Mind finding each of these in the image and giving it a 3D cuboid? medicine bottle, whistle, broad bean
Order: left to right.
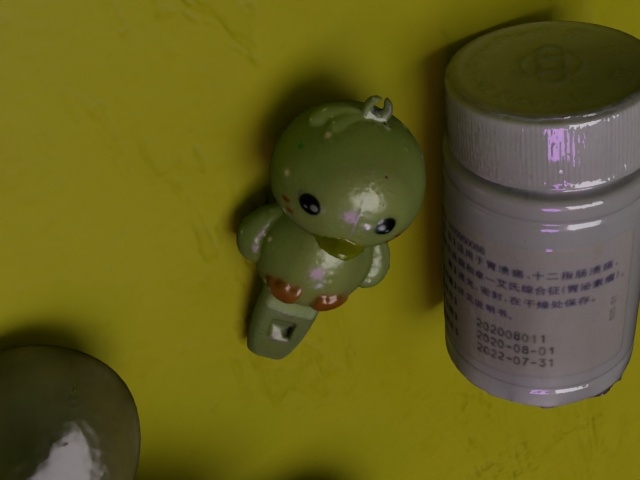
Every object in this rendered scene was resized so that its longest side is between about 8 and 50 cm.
[{"bbox_3d":[-0.264,0.202,1.007,0.189,0.121,0.263,40,80,-10],"label":"broad bean"},{"bbox_3d":[0.001,0.004,1.046,0.141,0.141,0.294,0,122,-36],"label":"whistle"},{"bbox_3d":[0.208,-0.024,1.133,0.190,0.190,0.332,-23,133,-21],"label":"medicine bottle"}]
